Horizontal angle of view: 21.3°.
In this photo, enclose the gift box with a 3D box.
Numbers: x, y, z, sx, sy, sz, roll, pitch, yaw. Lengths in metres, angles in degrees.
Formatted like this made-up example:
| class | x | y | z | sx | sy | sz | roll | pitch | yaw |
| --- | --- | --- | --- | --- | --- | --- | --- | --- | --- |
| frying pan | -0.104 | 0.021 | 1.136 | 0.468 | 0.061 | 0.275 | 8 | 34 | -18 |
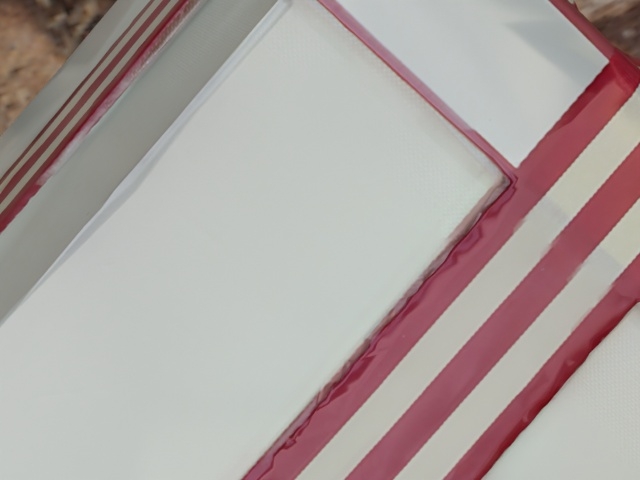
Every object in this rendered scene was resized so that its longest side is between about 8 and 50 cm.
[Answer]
| class | x | y | z | sx | sy | sz | roll | pitch | yaw |
| --- | --- | --- | --- | --- | --- | --- | --- | --- | --- |
| gift box | 0.000 | 0.000 | 0.594 | 0.255 | 0.258 | 0.276 | 41 | -179 | -24 |
